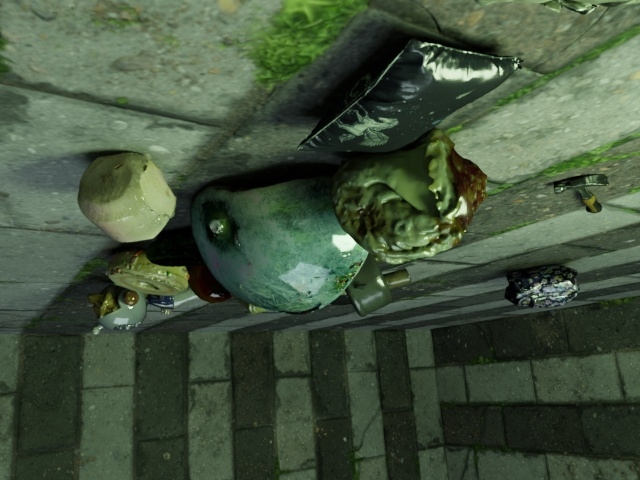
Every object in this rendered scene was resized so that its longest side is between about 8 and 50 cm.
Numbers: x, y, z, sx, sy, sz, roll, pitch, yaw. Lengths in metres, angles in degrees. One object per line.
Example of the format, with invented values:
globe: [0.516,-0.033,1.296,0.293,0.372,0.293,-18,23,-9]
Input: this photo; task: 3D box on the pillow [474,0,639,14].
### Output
pillow: [0.151,-0.196,0.287,0.134,0.078,0.181,-6,165,9]

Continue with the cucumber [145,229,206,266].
cucumber: [-0.212,0.012,1.019,0.241,0.075,0.074,-7,166,18]

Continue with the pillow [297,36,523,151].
pillow: [0.080,-0.136,0.559,0.141,0.055,0.208,-7,169,-30]

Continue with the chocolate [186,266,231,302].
chocolate: [-0.236,0.073,1.228,0.124,0.127,0.133,32,169,-13]

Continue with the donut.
donut: [-0.358,0.065,1.157,0.174,0.068,0.175,9,159,3]

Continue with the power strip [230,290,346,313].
power strip: [-0.032,0.101,1.268,0.387,0.066,0.092,-8,-151,-44]

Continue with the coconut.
coconut: [-0.238,-0.050,0.703,0.110,0.110,0.124,-7,159,10]

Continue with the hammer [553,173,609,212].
hammer: [0.466,-0.077,0.957,0.078,0.021,0.201,-13,163,32]

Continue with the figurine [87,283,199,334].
figurine: [-0.451,0.156,1.434,0.274,0.133,0.193,-10,-176,-36]

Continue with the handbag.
handbag: [0.662,0.141,1.668,0.207,0.127,0.228,-9,174,14]

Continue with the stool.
stool: [0.102,0.056,1.190,0.139,0.228,0.153,-25,121,2]

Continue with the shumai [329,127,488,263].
shumai: [0.112,-0.066,0.692,0.184,0.184,0.142,4,141,-28]

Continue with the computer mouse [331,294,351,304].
computer mouse: [0.068,0.146,1.590,0.168,0.087,0.295,-8,168,3]

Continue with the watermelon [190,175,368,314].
watermelon: [-0.084,0.014,0.825,0.321,0.188,0.175,-18,161,40]
